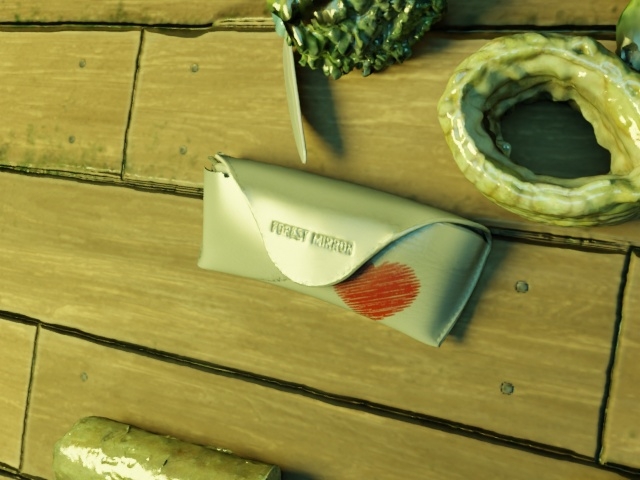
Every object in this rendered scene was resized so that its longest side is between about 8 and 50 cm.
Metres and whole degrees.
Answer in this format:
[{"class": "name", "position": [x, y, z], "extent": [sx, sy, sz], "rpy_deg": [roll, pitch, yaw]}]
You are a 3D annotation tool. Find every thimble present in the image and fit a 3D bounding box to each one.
[{"class": "thimble", "position": [0.195, -0.077, 0.512], "extent": [0.190, 0.143, 0.137], "rpy_deg": [38, 101, 18]}]

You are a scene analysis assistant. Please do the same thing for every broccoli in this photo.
[{"class": "broccoli", "position": [0.032, -0.313, 0.610], "extent": [0.164, 0.145, 0.304], "rpy_deg": [-15, 71, 30]}]

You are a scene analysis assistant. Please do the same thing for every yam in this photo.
[{"class": "yam", "position": [-0.168, 0.251, 0.669], "extent": [0.259, 0.093, 0.093], "rpy_deg": [8, 91, 22]}]

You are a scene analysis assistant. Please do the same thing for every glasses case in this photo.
[{"class": "glasses case", "position": [-0.001, 0.002, 0.618], "extent": [0.308, 0.083, 0.128], "rpy_deg": [16, 93, 22]}]

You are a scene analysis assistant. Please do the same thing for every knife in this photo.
[{"class": "knife", "position": [-0.033, -0.195, 0.659], "extent": [0.032, 0.058, 0.244], "rpy_deg": [-5, 84, -17]}]

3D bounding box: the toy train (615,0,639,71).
[{"class": "toy train", "position": [0.292, -0.252, 0.493], "extent": [0.177, 0.134, 0.261], "rpy_deg": [-31, 77, 9]}]
